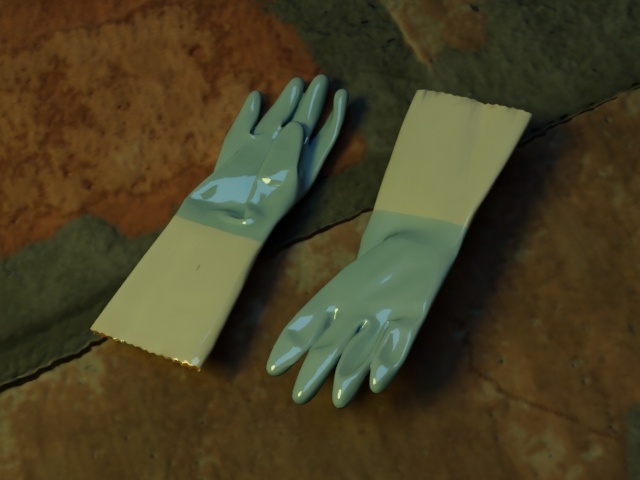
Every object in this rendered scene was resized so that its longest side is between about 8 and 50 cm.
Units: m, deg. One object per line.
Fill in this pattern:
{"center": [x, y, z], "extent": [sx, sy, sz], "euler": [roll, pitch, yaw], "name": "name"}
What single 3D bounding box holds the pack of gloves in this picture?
{"center": [0.000, 0.000, 0.872], "extent": [0.195, 0.046, 0.232], "euler": [15, 60, 29], "name": "pack of gloves"}
